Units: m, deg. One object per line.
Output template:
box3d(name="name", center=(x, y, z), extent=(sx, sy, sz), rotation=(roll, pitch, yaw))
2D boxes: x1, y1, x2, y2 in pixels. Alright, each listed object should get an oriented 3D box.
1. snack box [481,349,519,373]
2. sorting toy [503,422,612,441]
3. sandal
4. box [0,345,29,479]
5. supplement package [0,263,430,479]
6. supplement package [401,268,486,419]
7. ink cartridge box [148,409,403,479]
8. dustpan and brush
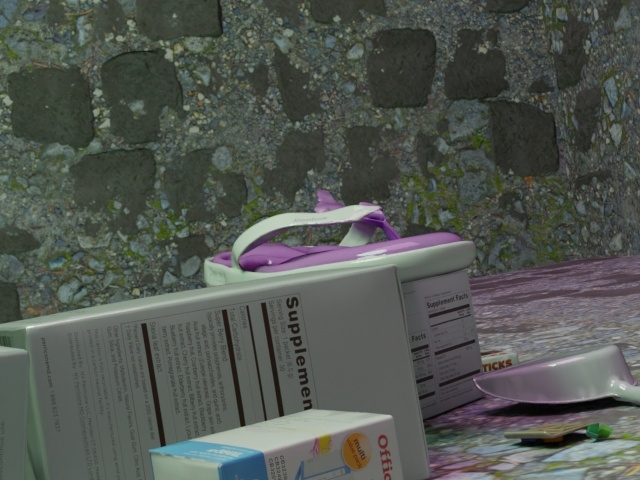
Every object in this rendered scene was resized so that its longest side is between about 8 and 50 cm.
box3d(name="snack box", center=(0.151, 0.161, 1.491), extent=(0.178, 0.022, 0.064), rotation=(-9, 2, -18))
box3d(name="sorting toy", center=(0.203, 0.162, 1.017), extent=(0.062, 0.012, 0.083), rotation=(-3, -6, -33))
box3d(name="sandal", center=(-0.013, 0.003, 1.233), extent=(0.169, 0.102, 0.416), rotation=(-12, 3, -34))
box3d(name="box", center=(-0.372, 0.146, 0.702), extent=(0.215, 0.168, 0.345), rotation=(3, 1, 35))
box3d(name="supplement package", center=(-0.091, 0.126, 0.956), extent=(0.293, 0.175, 0.177), rotation=(-9, -1, -25))
box3d(name="supplement package", center=(0.011, 0.123, 1.319), extent=(0.262, 0.145, 0.204), rotation=(-8, 1, 38))
box3d(name="ink cartridge box", center=(-0.015, 0.158, 0.737), extent=(0.143, 0.092, 0.090), rotation=(-10, 1, -35))
box3d(name="dustpan and brush", center=(0.265, 0.136, 1.166), extent=(0.147, 0.060, 0.211), rotation=(-11, -5, -31))
